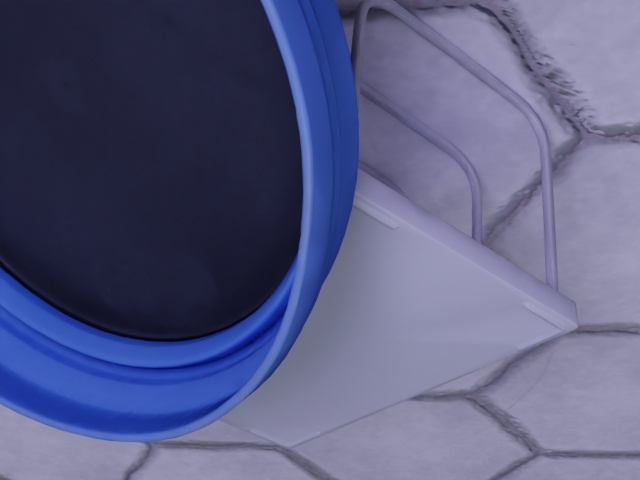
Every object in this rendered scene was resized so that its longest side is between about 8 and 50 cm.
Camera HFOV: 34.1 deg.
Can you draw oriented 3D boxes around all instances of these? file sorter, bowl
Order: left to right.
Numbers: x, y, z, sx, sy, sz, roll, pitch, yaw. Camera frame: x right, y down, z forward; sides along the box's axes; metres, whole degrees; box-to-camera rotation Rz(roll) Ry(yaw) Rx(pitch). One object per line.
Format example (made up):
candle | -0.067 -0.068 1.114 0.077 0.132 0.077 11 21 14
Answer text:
bowl | -0.153 -0.077 0.561 0.391 0.077 0.391 16 123 26
file sorter | 0.000 0.000 0.716 0.192 0.173 0.277 30 138 -30
